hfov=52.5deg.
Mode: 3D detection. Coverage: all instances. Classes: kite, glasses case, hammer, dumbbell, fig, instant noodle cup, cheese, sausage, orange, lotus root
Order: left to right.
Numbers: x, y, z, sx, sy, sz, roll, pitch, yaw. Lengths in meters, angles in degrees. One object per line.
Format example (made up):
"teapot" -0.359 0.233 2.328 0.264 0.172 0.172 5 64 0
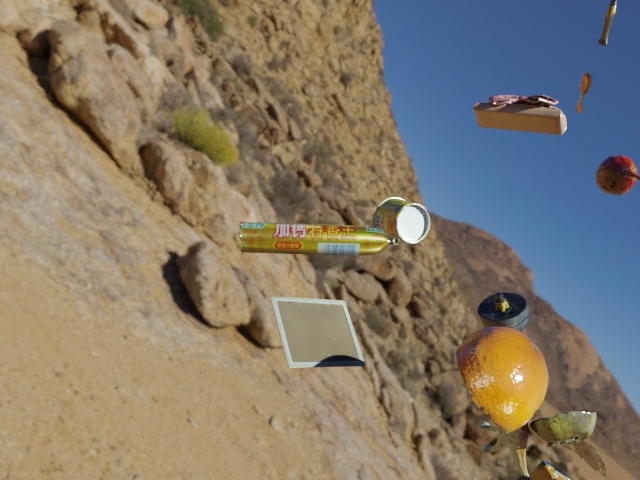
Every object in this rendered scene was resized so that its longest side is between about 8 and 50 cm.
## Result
"sausage" 0.000 0.000 1.488 0.372 0.082 0.082 1 4 -3
"instant noodle cup" 0.331 -0.076 2.600 0.205 0.205 0.153 38 -12 -22
"orange" 0.463 0.348 1.688 0.274 0.274 0.310 39 -13 9
"dumbbell" 0.696 0.353 2.392 0.185 0.185 0.388 40 -26 61
"glasses case" 0.430 -0.290 1.402 0.194 0.070 0.102 11 -15 26
"lotus root" 0.685 0.533 1.816 0.204 0.183 0.077 35 41 -56
"kite" 0.788 0.638 1.999 0.127 0.016 0.229 66 -13 -15
"cheese" 0.682 -0.385 1.683 0.017 0.111 0.047 1 32 -3
"hammer" 0.810 -0.641 1.797 0.078 0.200 0.021 15 14 27
"fig" 0.934 -0.196 2.039 0.128 0.128 0.150 38 34 -16

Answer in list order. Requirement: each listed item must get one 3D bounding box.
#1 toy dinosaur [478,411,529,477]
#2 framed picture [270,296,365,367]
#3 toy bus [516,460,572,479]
"toy dinosaur" 0.544 0.572 1.880 0.092 0.205 0.392 -9 66 -35
"framed picture" -0.009 0.280 1.969 0.296 0.019 0.232 8 53 -38
"toy bus" 0.402 0.529 1.227 0.098 0.201 0.114 37 11 -21
